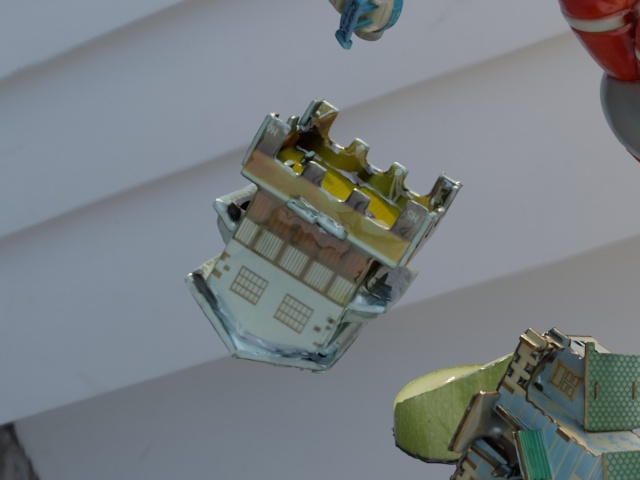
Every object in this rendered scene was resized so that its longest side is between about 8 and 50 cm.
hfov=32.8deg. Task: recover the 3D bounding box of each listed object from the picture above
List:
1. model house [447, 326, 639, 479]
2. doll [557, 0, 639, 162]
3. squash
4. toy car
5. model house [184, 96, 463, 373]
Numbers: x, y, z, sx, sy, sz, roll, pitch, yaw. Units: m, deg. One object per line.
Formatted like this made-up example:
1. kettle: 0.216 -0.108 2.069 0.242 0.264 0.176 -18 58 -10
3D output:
1. model house: 0.266 0.247 1.154 0.178 0.271 0.206 9 23 -43
2. doll: 0.338 -0.188 1.150 0.336 0.105 0.200 57 3 -28
3. squash: 0.196 0.222 1.556 0.220 0.220 0.133 -53 129 -71
4. toy car: 0.036 -0.356 1.505 0.161 0.098 0.126 50 -34 17
5. model house: 0.000 0.000 1.080 0.198 0.215 0.224 30 18 6
